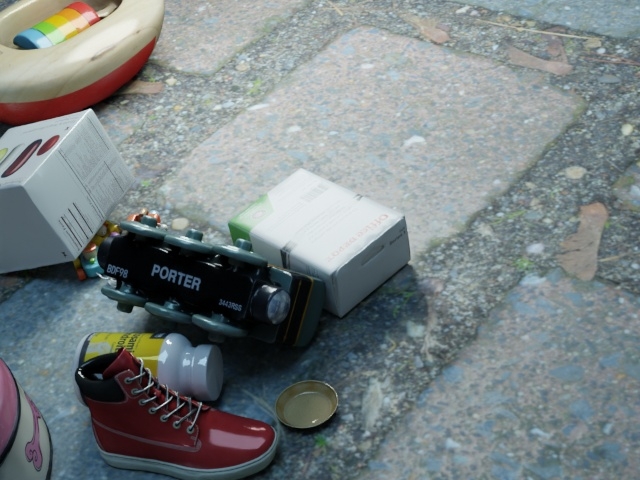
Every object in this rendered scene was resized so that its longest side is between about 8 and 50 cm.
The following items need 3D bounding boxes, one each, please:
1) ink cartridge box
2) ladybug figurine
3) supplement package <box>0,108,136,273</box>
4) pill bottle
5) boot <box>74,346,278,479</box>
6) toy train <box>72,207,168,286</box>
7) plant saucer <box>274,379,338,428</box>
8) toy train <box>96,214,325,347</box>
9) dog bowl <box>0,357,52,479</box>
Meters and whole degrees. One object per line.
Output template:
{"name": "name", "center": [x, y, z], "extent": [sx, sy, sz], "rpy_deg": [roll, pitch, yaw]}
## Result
{"name": "ink cartridge box", "center": [0.000, 0.000, 1.802], "extent": [0.160, 0.093, 0.219], "rpy_deg": [-38, 45, -28]}
{"name": "ladybug figurine", "center": [-0.477, -0.345, 2.291], "extent": [0.305, 0.162, 0.449], "rpy_deg": [28, 51, 37]}
{"name": "supplement package", "center": [-0.439, -0.076, 1.925], "extent": [0.194, 0.149, 0.203], "rpy_deg": [-9, 34, 33]}
{"name": "pill bottle", "center": [-0.227, 0.174, 1.637], "extent": [0.184, 0.103, 0.103], "rpy_deg": [-1, 40, 13]}
{"name": "boot", "center": [-0.180, 0.208, 1.525], "extent": [0.244, 0.176, 0.088], "rpy_deg": [2, 39, 14]}
{"name": "toy train", "center": [-0.320, -0.002, 1.923], "extent": [0.125, 0.046, 0.166], "rpy_deg": [4, 41, 19]}
{"name": "plant saucer", "center": [-0.017, 0.217, 1.601], "extent": [0.083, 0.015, 0.083], "rpy_deg": [-7, 39, 6]}
{"name": "toy train", "center": [-0.154, 0.061, 1.706], "extent": [0.334, 0.190, 0.142], "rpy_deg": [14, 88, 36]}
{"name": "dog bowl", "center": [-0.553, 0.259, 1.547], "extent": [0.408, 0.150, 0.408], "rpy_deg": [-2, 40, 2]}
